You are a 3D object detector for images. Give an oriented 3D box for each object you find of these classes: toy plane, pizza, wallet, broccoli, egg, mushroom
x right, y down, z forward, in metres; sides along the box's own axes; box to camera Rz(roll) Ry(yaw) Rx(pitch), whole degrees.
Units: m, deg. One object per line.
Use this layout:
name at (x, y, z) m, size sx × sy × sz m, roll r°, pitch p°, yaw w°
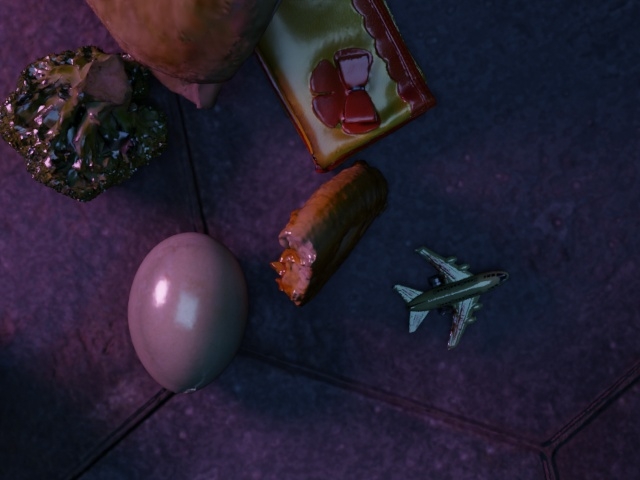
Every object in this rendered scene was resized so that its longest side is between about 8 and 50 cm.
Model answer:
toy plane at (0.128, 0.049, 1.653) m, size 0.111 × 0.040 × 0.102 m, roll -19°, pitch 95°, yaw 0°
pizza at (0.000, 0.000, 1.615) m, size 0.062 × 0.182 × 0.161 m, roll 30°, pitch 134°, yaw 10°
wallet at (0.002, -0.199, 1.624) m, size 0.141 × 0.067 × 0.241 m, roll -29°, pitch 93°, yaw 0°
broccoli at (-0.218, -0.118, 1.602) m, size 0.146 × 0.138 × 0.162 m, roll 49°, pitch 53°, yaw 1°
egg at (-0.125, 0.068, 1.615) m, size 0.114 × 0.114 × 0.152 m, roll 4°, pitch 89°, yaw -1°
mushroom at (-0.129, -0.262, 1.488) m, size 0.217 × 0.212 × 0.292 m, roll 27°, pitch 127°, yaw -12°
